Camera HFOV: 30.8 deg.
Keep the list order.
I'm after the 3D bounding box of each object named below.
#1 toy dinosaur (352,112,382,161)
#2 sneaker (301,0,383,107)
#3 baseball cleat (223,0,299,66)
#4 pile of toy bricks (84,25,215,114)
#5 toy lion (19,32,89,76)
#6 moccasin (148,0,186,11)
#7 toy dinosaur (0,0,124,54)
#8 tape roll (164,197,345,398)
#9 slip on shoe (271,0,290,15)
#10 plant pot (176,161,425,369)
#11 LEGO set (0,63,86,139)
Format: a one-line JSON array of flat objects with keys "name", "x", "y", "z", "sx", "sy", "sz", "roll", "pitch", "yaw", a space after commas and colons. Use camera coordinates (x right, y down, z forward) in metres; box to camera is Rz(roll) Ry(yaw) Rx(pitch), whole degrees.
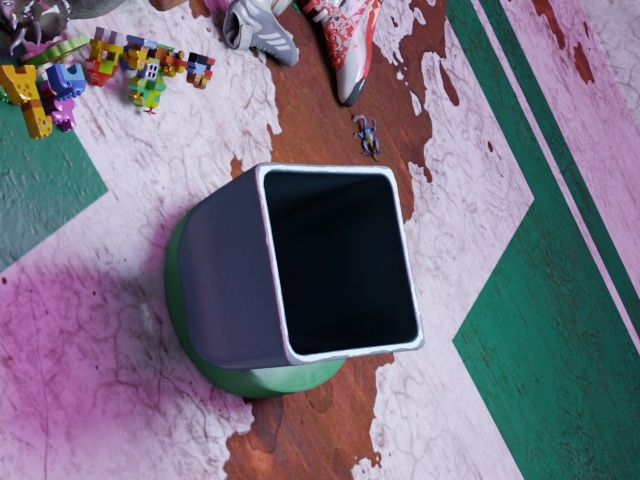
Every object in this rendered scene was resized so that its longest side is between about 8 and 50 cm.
[{"name": "toy dinosaur", "x": 0.086, "y": -0.202, "z": 2.236, "sx": 0.090, "sy": 0.047, "sz": 0.082, "roll": 80, "pitch": -4, "yaw": -67}, {"name": "sneaker", "x": 0.027, "y": -0.395, "z": 2.198, "sx": 0.145, "sy": 0.090, "sz": 0.270, "roll": 14, "pitch": 84, "yaw": -17}, {"name": "baseball cleat", "x": -0.109, "y": -0.348, "z": 1.988, "sx": 0.109, "sy": 0.072, "sz": 0.206, "roll": -50, "pitch": 142, "yaw": -12}, {"name": "pile of toy bricks", "x": -0.246, "y": -0.236, "z": 1.698, "sx": 0.212, "sy": 0.118, "sz": 0.105, "roll": 0, "pitch": 106, "yaw": -65}, {"name": "toy lion", "x": -0.344, "y": -0.254, "z": 1.548, "sx": 0.034, "sy": 0.096, "sz": 0.100, "roll": 64, "pitch": 32, "yaw": -11}, {"name": "moccasin", "x": -0.182, "y": -0.458, "z": 1.854, "sx": 0.380, "sy": 0.139, "sz": 0.147, "roll": -65, "pitch": 146, "yaw": -61}, {"name": "toy dinosaur", "x": -0.333, "y": -0.359, "z": 1.577, "sx": 0.314, "sy": 0.121, "sz": 0.160, "roll": -30, "pitch": 101, "yaw": -39}, {"name": "tape roll", "x": -0.081, "y": 0.072, "z": 1.730, "sx": 0.321, "sy": 0.077, "sz": 0.321, "roll": 15, "pitch": 67, "yaw": -39}, {"name": "slip on shoe", "x": -0.053, "y": -0.514, "z": 2.111, "sx": 0.101, "sy": 0.123, "sz": 0.331, "roll": 37, "pitch": 36, "yaw": -6}, {"name": "plant pot", "x": -0.054, "y": 0.050, "z": 1.530, "sx": 0.248, "sy": 0.252, "sz": 0.247, "roll": -2, "pitch": 79, "yaw": -44}, {"name": "LEGO set", "x": -0.367, "y": -0.169, "z": 1.478, "sx": 0.227, "sy": 0.087, "sz": 0.093, "roll": -15, "pitch": 86, "yaw": -57}]
